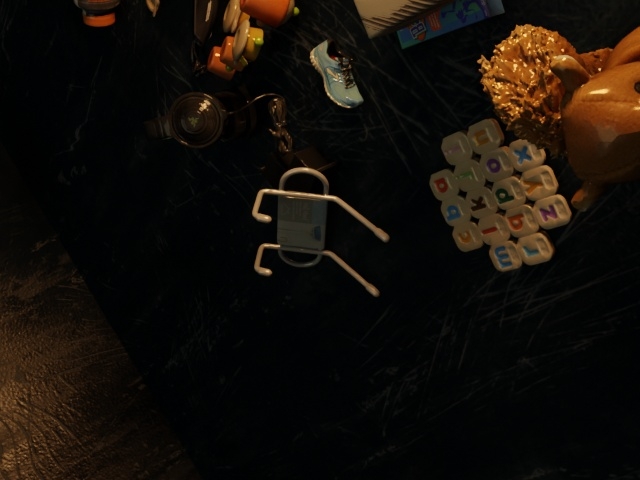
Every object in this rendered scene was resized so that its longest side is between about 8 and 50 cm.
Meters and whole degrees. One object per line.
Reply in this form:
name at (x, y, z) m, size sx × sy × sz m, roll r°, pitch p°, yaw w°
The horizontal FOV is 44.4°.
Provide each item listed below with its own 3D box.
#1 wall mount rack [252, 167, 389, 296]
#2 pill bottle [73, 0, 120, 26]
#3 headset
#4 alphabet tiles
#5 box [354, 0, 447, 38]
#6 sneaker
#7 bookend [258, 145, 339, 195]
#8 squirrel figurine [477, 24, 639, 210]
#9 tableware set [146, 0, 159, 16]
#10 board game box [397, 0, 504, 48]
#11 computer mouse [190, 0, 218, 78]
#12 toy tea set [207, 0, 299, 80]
wall mount rack at (0.000, 0.000, 1.802) m, size 0.304 × 0.130 × 0.350 m, roll 7°, pitch 141°, yaw 2°
pill bottle at (-0.613, -0.713, 2.130) m, size 0.130 × 0.130 × 0.245 m, roll 33°, pitch 133°, yaw 35°
headset at (-0.239, -0.267, 1.866) m, size 0.394 × 0.243 × 0.185 m, roll -6°, pitch 101°, yaw 36°
alphabet tiles at (0.331, -0.082, 1.468) m, size 0.278 × 0.021 × 0.284 m, roll -22°, pitch 94°, yaw 53°
box at (0.185, -0.429, 1.279) m, size 0.275 × 0.113 × 0.094 m, roll -14°, pitch 101°, yaw 53°
sneaker at (0.040, -0.346, 1.624) m, size 0.162 × 0.063 × 0.073 m, roll 58°, pitch 140°, yaw 6°
bookend at (-0.053, -0.171, 1.832) m, size 0.157 × 0.072 × 0.156 m, roll 49°, pitch 142°, yaw 18°
squirrel figurine at (0.400, -0.170, 1.036) m, size 0.397 × 0.371 × 0.280 m, roll 8°, pitch 118°, yaw 48°
tableware set at (-0.448, -0.682, 2.042) m, size 0.168 × 0.020 × 0.141 m, roll 52°, pitch 142°, yaw 14°
board game box at (0.206, -0.443, 1.375) m, size 0.210 × 0.047 × 0.160 m, roll -7°, pitch 106°, yaw 52°
computer mouse at (-0.282, -0.520, 1.903) m, size 0.184 × 0.060 × 0.261 m, roll -146°, pitch 58°, yaw -77°
toy tea set at (-0.148, -0.456, 1.748) m, size 0.336 × 0.124 × 0.199 m, roll -176°, pitch 100°, yaw -69°
